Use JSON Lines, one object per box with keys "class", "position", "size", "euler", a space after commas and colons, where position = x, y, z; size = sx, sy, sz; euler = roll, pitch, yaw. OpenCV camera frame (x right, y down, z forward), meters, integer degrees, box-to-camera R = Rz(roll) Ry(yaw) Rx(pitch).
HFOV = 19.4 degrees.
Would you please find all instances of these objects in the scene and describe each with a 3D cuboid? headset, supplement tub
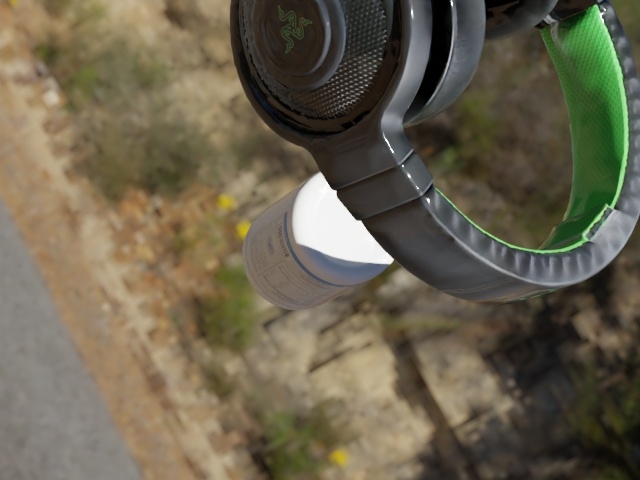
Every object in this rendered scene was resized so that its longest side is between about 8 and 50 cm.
{"class": "headset", "position": [0.029, -0.142, 1.036], "size": [0.394, 0.185, 0.243], "euler": [58, 44, -13]}
{"class": "supplement tub", "position": [0.000, 0.000, 1.117], "size": [0.071, 0.071, 0.107], "euler": [60, -21, 0]}
